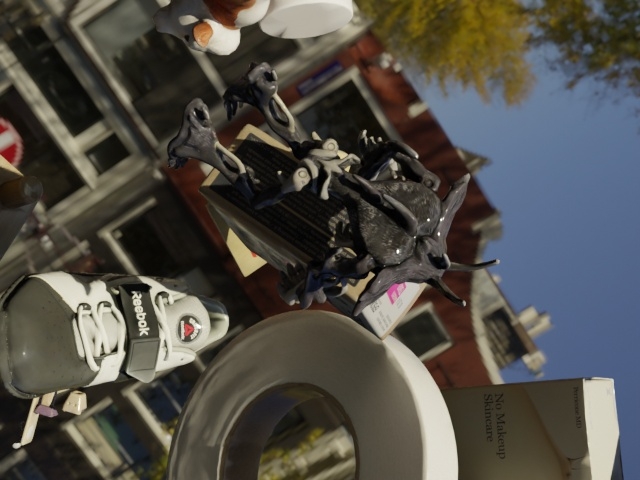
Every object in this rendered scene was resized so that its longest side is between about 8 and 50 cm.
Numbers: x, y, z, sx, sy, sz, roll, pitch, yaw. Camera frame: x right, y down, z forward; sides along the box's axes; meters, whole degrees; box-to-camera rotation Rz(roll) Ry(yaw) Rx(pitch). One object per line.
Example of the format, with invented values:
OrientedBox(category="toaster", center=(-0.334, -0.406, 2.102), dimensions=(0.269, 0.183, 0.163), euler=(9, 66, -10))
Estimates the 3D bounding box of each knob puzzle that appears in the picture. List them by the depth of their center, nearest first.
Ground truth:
OrientedBox(category="knob puzzle", center=(-0.046, -0.058, 1.293), dimensions=(0.213, 0.030, 0.213), euler=(-27, 145, -20))

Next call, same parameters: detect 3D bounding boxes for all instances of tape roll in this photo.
OrientedBox(category="tape roll", center=(-0.023, 0.276, 1.195), dimensions=(0.392, 0.391, 0.072), euler=(-27, 149, 28))

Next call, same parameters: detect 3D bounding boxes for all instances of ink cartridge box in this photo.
OrientedBox(category="ink cartridge box", center=(0.000, 0.000, 1.023), dimensions=(0.088, 0.193, 0.234), euler=(-53, 164, -7))

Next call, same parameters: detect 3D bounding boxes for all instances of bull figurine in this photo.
OrientedBox(category="bull figurine", center=(-0.077, -0.266, 0.807), dimensions=(0.101, 0.188, 0.310), euler=(-40, -169, -28))

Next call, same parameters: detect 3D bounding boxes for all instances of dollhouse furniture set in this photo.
OrientedBox(category="dollhouse furniture set", center=(-0.303, 0.197, 1.155), dimensions=(0.114, 0.091, 0.081), euler=(9, 96, -83))

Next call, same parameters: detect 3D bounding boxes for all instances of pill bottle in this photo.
OrientedBox(category="pill bottle", center=(-0.028, -0.313, 0.977), dimensions=(0.121, 0.216, 0.121), euler=(-8, 171, -1))

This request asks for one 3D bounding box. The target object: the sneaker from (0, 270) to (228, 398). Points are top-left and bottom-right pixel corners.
OrientedBox(category="sneaker", center=(-0.197, 0.083, 1.025), dimensions=(0.146, 0.122, 0.330), euler=(-8, 180, 18))

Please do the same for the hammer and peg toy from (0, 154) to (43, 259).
OrientedBox(category="hammer and peg toy", center=(-0.506, 0.003, 1.199), dimensions=(0.127, 0.266, 0.361), euler=(-10, -135, 40))

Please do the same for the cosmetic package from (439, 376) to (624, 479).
OrientedBox(category="cosmetic package", center=(0.278, 0.294, 1.508), dimensions=(0.310, 0.160, 0.113), euler=(-13, 164, 37))

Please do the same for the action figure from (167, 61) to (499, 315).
OrientedBox(category="action figure", center=(0.015, -0.031, 0.851), dimensions=(0.164, 0.276, 0.141), euler=(-49, 169, -18))

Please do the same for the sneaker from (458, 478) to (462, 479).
OrientedBox(category="sneaker", center=(0.209, 0.460, 1.377), dimensions=(0.099, 0.282, 0.153), euler=(-12, -172, -11))
